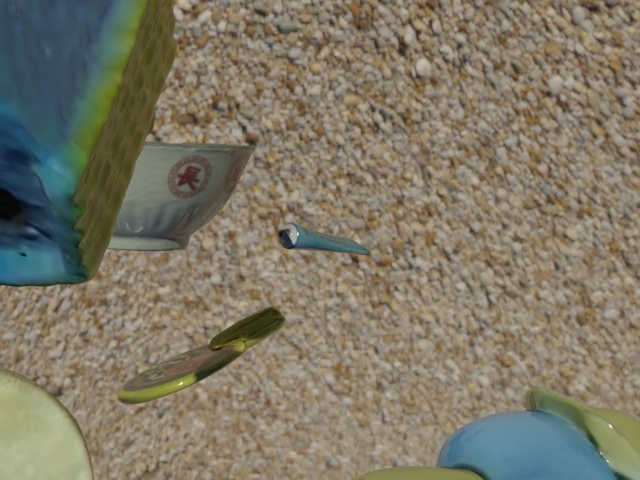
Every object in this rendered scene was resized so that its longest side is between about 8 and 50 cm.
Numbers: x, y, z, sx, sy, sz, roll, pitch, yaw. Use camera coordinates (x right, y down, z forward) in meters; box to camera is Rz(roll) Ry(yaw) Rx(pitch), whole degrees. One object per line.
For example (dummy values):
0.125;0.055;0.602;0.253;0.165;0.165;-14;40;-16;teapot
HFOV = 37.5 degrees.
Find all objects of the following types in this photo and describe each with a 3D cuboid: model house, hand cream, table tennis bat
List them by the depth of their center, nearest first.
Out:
-0.211;-0.127;0.618;0.215;0.237;0.303;-6;144;25;model house
-0.196;0.201;1.670;0.224;0.368;0.054;-15;99;45;table tennis bat
0.000;0.000;1.759;0.224;0.083;0.048;9;105;-49;hand cream

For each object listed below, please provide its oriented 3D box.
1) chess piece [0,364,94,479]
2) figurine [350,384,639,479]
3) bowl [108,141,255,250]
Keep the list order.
-0.395;0.194;0.872;0.442;0.234;0.234;7;140;53;chess piece
0.104;0.185;0.622;0.262;0.154;0.180;-14;160;-2;figurine
-0.264;-0.068;1.361;0.337;0.337;0.158;2;95;-1;bowl
